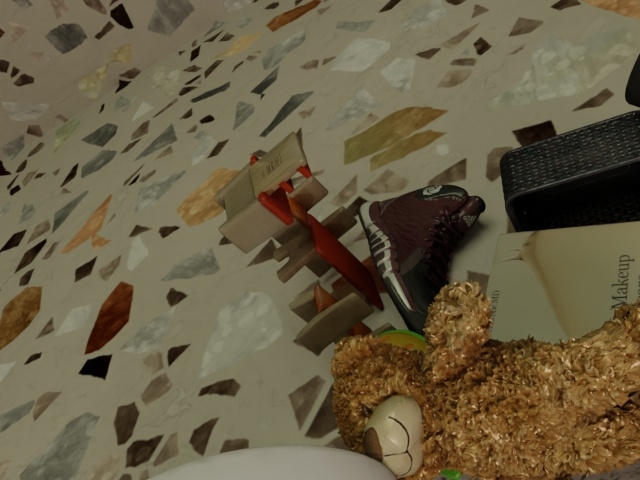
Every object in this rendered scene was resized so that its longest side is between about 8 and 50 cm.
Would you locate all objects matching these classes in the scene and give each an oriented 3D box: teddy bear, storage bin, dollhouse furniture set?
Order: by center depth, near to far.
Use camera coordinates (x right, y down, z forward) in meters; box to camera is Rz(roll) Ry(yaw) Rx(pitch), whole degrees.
[{"bbox_3d":[0.166,0.148,0.583,0.337,0.245,0.113,5,38,11],"label":"teddy bear"},{"bbox_3d":[0.316,-0.061,0.798,0.180,0.122,0.084,-17,40,23],"label":"storage bin"},{"bbox_3d":[0.000,0.000,0.869,0.135,0.259,0.262,-37,37,15],"label":"dollhouse furniture set"}]

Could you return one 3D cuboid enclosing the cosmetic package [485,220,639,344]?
[{"bbox_3d":[0.326,0.071,0.657,0.309,0.113,0.160,-6,46,33],"label":"cosmetic package"}]

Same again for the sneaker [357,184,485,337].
[{"bbox_3d":[0.151,0.004,0.876,0.162,0.106,0.281,-26,37,8],"label":"sneaker"}]

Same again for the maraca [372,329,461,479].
[{"bbox_3d":[0.092,0.182,0.734,0.127,0.099,0.186,-36,50,16],"label":"maraca"}]

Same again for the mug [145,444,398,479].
[{"bbox_3d":[-0.053,0.336,0.447,0.276,0.374,0.328,-29,44,14],"label":"mug"}]

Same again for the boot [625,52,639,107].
[{"bbox_3d":[0.526,-0.167,0.733,0.347,0.131,0.260,-30,48,-33],"label":"boot"}]
